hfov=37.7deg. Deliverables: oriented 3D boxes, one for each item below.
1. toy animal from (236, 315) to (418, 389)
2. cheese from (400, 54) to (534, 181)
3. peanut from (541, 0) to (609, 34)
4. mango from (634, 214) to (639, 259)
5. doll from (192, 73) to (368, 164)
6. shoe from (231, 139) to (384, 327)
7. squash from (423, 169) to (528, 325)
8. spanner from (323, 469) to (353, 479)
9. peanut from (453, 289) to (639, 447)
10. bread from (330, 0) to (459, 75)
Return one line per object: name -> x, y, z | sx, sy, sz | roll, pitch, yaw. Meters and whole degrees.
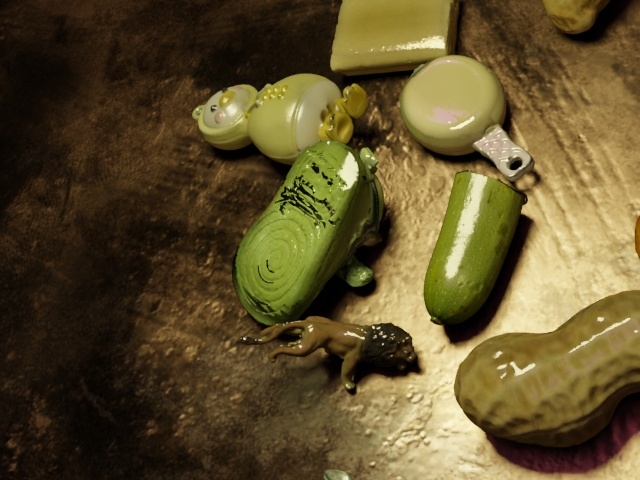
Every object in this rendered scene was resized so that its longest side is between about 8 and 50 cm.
toy animal -> 0.007, 0.130, 1.145 | 0.219, 0.086, 0.069 | 2, 38, 1
cheese -> 0.199, -0.156, 1.235 | 0.137, 0.064, 0.227 | -41, 52, 3
peanut -> 0.350, -0.399, 1.274 | 0.122, 0.137, 0.253 | 13, 59, -19
mango -> 0.502, -0.022, 0.942 | 0.350, 0.201, 0.199 | 0, 79, 15
doll -> -0.073, -0.177, 1.341 | 0.296, 0.117, 0.141 | 10, 64, 29
shoe -> -0.004, 0.000, 1.204 | 0.140, 0.128, 0.262 | 44, 114, 45
squash -> 0.178, 0.019, 1.132 | 0.095, 0.095, 0.188 | 12, 73, 30
spanner -> 0.117, 0.319, 1.025 | 0.302, 0.017, 0.071 | 15, 69, 31
peanut -> 0.289, 0.135, 0.992 | 0.298, 0.120, 0.136 | -22, 79, 11
bread -> 0.111, -0.304, 1.364 | 0.178, 0.060, 0.139 | 0, 63, 25
